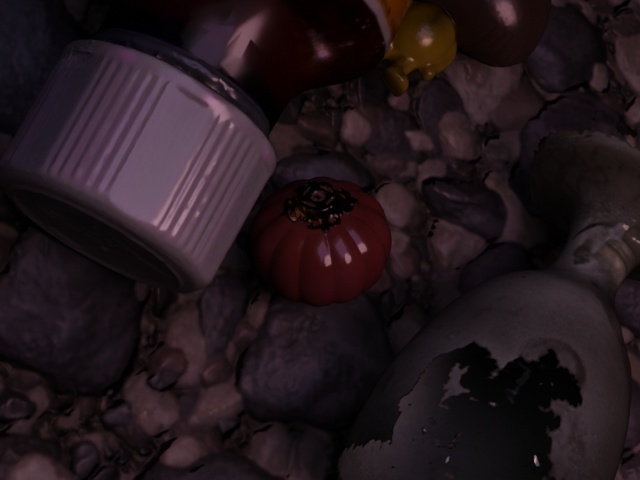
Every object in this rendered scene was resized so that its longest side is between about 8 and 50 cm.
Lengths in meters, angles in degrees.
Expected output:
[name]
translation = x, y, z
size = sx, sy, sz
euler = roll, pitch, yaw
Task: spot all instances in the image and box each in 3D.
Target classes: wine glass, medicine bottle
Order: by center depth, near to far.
[medicine bottle]
translation = -0.074, -0.169, 1.046
size = 0.242, 0.242, 0.395
euler = 35, 73, -8
[wine glass]
translation = 0.162, 0.090, 1.083
size = 0.190, 0.190, 0.357
euler = 40, 59, -5

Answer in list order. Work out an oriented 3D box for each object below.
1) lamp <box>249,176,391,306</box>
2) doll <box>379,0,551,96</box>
[lamp]
translation = 0.000, 0.000, 1.095
size = 0.107, 0.092, 0.107
euler = -2, 46, 2
[doll]
translation = 0.103, -0.202, 1.206
size = 0.188, 0.096, 0.145
euler = -19, 75, -15
